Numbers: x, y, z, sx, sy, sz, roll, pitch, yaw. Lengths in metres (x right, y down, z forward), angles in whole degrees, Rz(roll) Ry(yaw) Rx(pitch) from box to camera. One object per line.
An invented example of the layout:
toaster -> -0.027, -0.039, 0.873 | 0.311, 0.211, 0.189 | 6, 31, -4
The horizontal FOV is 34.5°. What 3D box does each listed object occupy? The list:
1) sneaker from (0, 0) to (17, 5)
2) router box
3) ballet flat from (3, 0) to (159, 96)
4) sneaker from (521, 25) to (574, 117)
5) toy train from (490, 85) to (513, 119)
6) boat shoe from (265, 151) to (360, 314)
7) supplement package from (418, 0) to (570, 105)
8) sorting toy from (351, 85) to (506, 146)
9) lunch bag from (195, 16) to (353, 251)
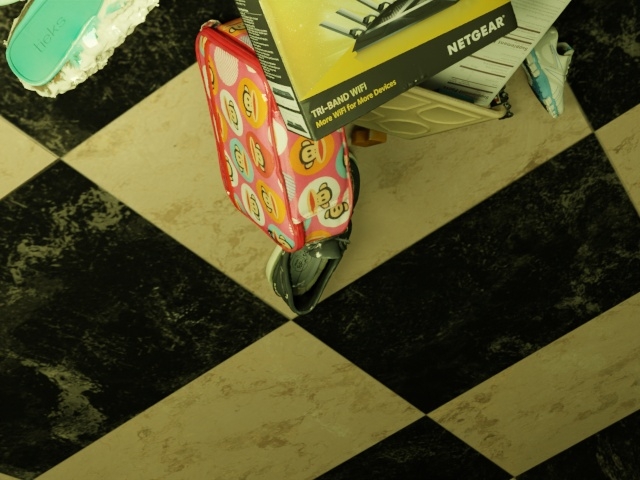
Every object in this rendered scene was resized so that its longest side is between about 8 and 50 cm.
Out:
sneaker -> -0.411, -0.333, 1.093 | 0.151, 0.094, 0.256 | -23, 147, -10
router box -> 0.060, -0.294, 1.197 | 0.309, 0.081, 0.242 | -32, 117, -16
ballet flat -> -0.221, -0.330, 1.207 | 0.409, 0.147, 0.147 | -40, 141, 27
sneaker -> 0.370, -0.267, 1.636 | 0.083, 0.071, 0.190 | -34, 144, 5
toy train -> 0.278, -0.244, 1.650 | 0.036, 0.027, 0.158 | -17, 146, 11
boat shoe -> -0.004, 0.000, 1.733 | 0.127, 0.113, 0.340 | 1, 138, -29
supplement package -> 0.224, -0.326, 1.417 | 0.134, 0.139, 0.244 | 7, 136, -32
sorting toy -> 0.086, -0.186, 1.485 | 0.229, 0.041, 0.307 | 7, 173, -30
lunch bag -> -0.071, -0.155, 1.389 | 0.120, 0.258, 0.293 | -23, 127, -21
